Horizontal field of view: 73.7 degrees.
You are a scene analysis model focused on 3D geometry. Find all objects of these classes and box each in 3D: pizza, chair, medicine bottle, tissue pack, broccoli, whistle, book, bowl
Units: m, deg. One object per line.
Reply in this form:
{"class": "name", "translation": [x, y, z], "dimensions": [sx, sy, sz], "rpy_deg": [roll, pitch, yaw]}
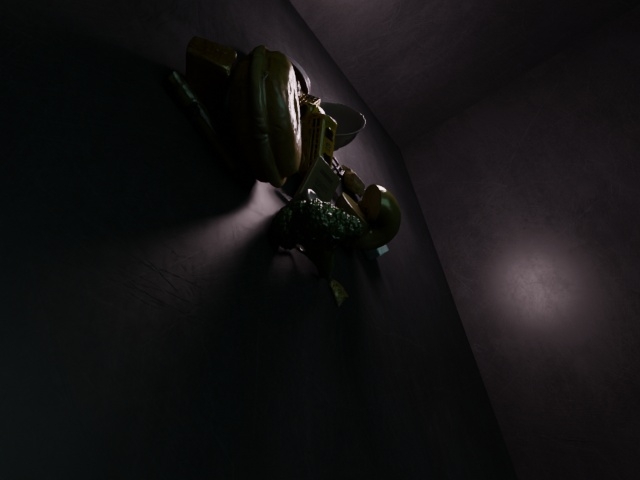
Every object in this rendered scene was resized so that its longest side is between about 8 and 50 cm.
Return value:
{"class": "pizza", "translation": [0.073, 0.202, 1.564], "dimensions": [0.123, 0.026, 0.109], "rpy_deg": [45, 30, -35]}
{"class": "chair", "translation": [0.078, -0.277, 2.019], "dimensions": [0.213, 0.101, 0.084], "rpy_deg": [55, 24, -12]}
{"class": "medicine bottle", "translation": [-0.073, -0.115, 1.489], "dimensions": [0.080, 0.130, 0.080], "rpy_deg": [47, 26, -31]}
{"class": "pizza", "translation": [0.156, -0.319, 2.274], "dimensions": [0.204, 0.080, 0.188], "rpy_deg": [53, 0, 4]}
{"class": "tissue pack", "translation": [0.224, -0.042, 2.077], "dimensions": [0.264, 0.089, 0.177], "rpy_deg": [65, 24, 2]}
{"class": "broccoli", "translation": [0.007, -0.032, 1.401], "dimensions": [0.302, 0.254, 0.186], "rpy_deg": [32, 37, -49]}
{"class": "whistle", "translation": [-0.347, -0.356, 1.290], "dimensions": [0.327, 0.057, 0.068], "rpy_deg": [54, 24, -17]}
{"class": "book", "translation": [-0.012, -0.201, 1.693], "dimensions": [0.161, 0.026, 0.231], "rpy_deg": [44, 61, -37]}
{"class": "bowl", "translation": [0.040, -0.538, 2.099], "dimensions": [0.346, 0.345, 0.157], "rpy_deg": [-89, -173, -49]}

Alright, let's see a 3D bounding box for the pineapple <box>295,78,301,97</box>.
{"class": "pineapple", "translation": [-0.145, -0.518, 1.701], "dimensions": [0.128, 0.128, 0.248], "rpy_deg": [0, 95, -64]}

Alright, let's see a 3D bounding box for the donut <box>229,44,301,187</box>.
{"class": "donut", "translation": [-0.168, -0.395, 1.388], "dimensions": [0.449, 0.197, 0.450], "rpy_deg": [-6, 90, -86]}

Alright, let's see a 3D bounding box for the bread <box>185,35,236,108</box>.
{"class": "bread", "translation": [-0.343, -0.518, 1.312], "dimensions": [0.143, 0.158, 0.149], "rpy_deg": [12, 43, -12]}

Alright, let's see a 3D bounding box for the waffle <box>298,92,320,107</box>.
{"class": "waffle", "translation": [-0.069, -0.660, 2.065], "dimensions": [0.102, 0.043, 0.148], "rpy_deg": [21, 42, 12]}

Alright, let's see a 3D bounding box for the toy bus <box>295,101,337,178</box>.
{"class": "toy bus", "translation": [-0.018, -0.425, 1.819], "dimensions": [0.145, 0.151, 0.332], "rpy_deg": [22, 71, -53]}

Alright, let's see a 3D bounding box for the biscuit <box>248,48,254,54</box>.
{"class": "biscuit", "translation": [-0.255, -0.755, 1.895], "dimensions": [0.179, 0.084, 0.281], "rpy_deg": [44, 29, -36]}

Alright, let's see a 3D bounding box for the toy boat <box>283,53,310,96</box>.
{"class": "toy boat", "translation": [-0.139, -0.771, 2.155], "dimensions": [0.276, 0.111, 0.294], "rpy_deg": [41, 43, -42]}

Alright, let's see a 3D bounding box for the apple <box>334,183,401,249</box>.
{"class": "apple", "translation": [0.197, -0.106, 1.846], "dimensions": [0.292, 0.291, 0.254], "rpy_deg": [49, 8, -26]}
